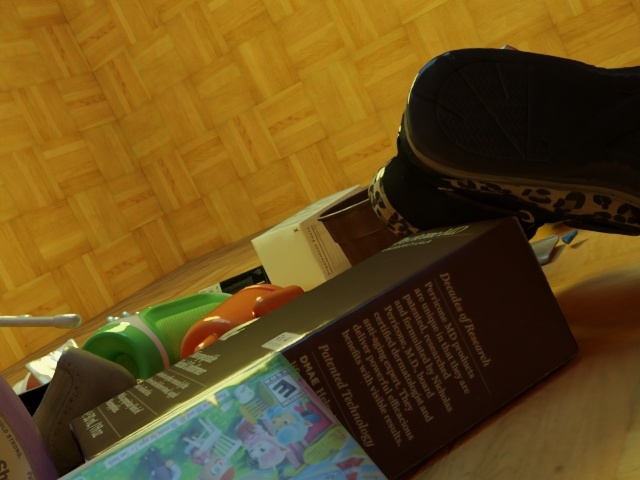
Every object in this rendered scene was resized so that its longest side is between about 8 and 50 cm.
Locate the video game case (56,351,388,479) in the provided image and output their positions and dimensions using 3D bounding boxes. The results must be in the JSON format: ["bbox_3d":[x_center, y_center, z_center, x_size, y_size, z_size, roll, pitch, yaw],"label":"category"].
[{"bbox_3d":[-0.061,0.178,0.454,0.212,0.023,0.193,-28,47,-21],"label":"video game case"}]

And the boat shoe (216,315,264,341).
[{"bbox_3d":[-0.107,0.178,0.817,0.285,0.104,0.089,-40,15,22],"label":"boat shoe"}]

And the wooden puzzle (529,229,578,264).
[{"bbox_3d":[0.264,0.021,1.009,0.116,0.014,0.078,-21,13,40],"label":"wooden puzzle"}]

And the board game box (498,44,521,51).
[{"bbox_3d":[0.382,-0.188,1.119,0.193,0.305,0.053,-53,-12,-75],"label":"board game box"}]

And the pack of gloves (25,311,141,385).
[{"bbox_3d":[-0.312,0.188,1.194,0.195,0.046,0.232,-29,44,-27],"label":"pack of gloves"}]

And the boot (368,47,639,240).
[{"bbox_3d":[0.233,-0.052,0.754,0.377,0.138,0.284,7,-12,-7],"label":"boot"}]

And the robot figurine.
[{"bbox_3d":[-0.087,0.129,0.996,0.128,0.158,0.219,6,19,21],"label":"robot figurine"}]

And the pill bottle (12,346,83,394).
[{"bbox_3d":[-0.417,0.250,1.330,0.216,0.121,0.121,-23,7,29],"label":"pill bottle"}]

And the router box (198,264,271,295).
[{"bbox_3d":[-0.160,0.097,1.767,0.179,0.046,0.133,-22,-6,27],"label":"router box"}]

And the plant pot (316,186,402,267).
[{"bbox_3d":[0.103,0.007,1.064,0.167,0.165,0.167,-25,7,3],"label":"plant pot"}]

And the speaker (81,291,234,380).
[{"bbox_3d":[-0.192,0.147,1.081,0.131,0.131,0.296,-23,-4,22],"label":"speaker"}]

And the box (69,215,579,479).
[{"bbox_3d":[-0.001,0.125,0.664,0.381,0.143,0.191,-26,5,-21],"label":"box"}]

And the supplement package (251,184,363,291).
[{"bbox_3d":[0.000,0.000,1.621,0.134,0.139,0.244,-19,9,37],"label":"supplement package"}]

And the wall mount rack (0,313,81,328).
[{"bbox_3d":[-0.422,0.207,1.078,0.130,0.350,0.304,2,-5,-29],"label":"wall mount rack"}]

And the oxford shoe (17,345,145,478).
[{"bbox_3d":[-0.314,0.227,0.822,0.348,0.130,0.123,-42,20,16],"label":"oxford shoe"}]

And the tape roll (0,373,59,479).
[{"bbox_3d":[-0.288,0.197,0.580,0.090,0.275,0.275,-27,7,1],"label":"tape roll"}]
